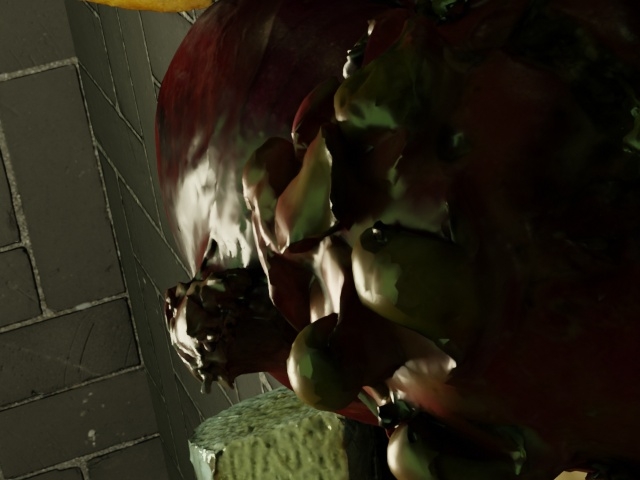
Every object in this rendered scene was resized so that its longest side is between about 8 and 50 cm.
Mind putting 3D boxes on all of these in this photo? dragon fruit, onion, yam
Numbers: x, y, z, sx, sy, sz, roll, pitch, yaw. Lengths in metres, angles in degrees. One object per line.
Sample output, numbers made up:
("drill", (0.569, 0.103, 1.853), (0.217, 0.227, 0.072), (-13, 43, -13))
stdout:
("dragon fruit", (0.115, -0.002, 0.676), (0.269, 0.291, 0.250), (-123, 27, -44))
("onion", (0.000, 0.000, 1.083), (0.347, 0.285, 0.347), (38, 150, 27))
("yam", (-0.011, 0.287, 1.650), (0.201, 0.202, 0.271), (-70, -34, -78))

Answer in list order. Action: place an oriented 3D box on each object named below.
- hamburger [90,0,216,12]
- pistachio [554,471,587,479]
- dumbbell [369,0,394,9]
("hamburger", (-0.291, -0.424, 1.721), (0.268, 0.287, 0.445), (91, 155, -42))
("pistachio", (0.186, 0.147, 0.869), (0.229, 0.157, 0.157), (121, 131, -78))
("dumbbell", (0.032, -0.187, 1.179), (0.254, 0.081, 0.081), (117, 135, -68))
